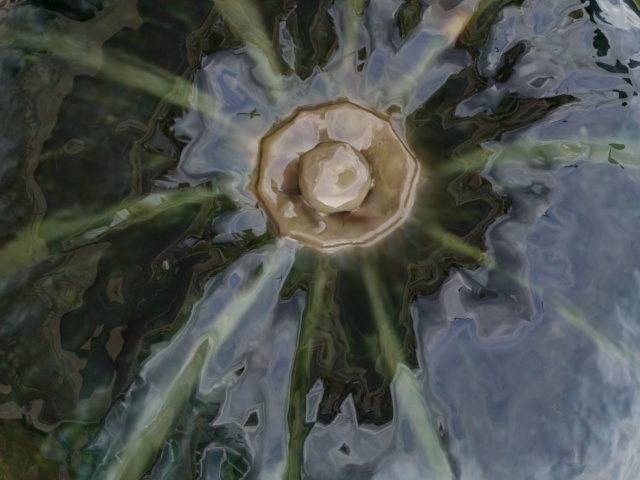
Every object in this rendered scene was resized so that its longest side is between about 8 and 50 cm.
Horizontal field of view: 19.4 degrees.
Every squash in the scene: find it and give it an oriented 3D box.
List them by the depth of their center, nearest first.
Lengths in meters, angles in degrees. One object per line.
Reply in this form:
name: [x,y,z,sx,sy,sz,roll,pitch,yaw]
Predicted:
squash: [0.000,0.000,0.581,0.252,0.252,0.165,-58,174,-16]
